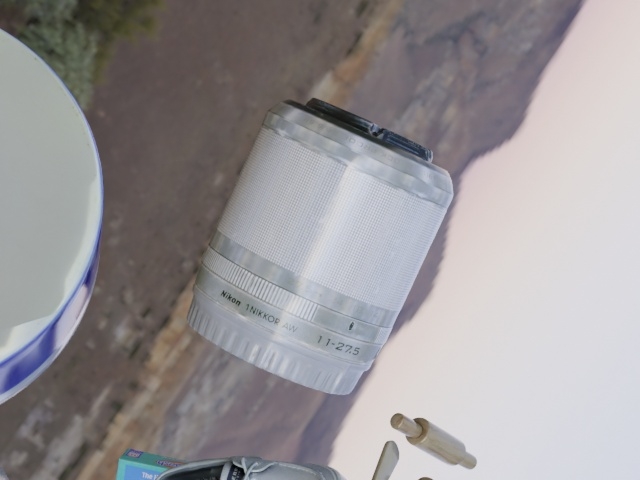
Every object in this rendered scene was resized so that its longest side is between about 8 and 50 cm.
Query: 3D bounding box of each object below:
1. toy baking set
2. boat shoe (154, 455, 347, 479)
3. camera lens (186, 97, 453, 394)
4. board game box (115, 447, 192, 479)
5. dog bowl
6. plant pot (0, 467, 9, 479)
[{"bbox_3d":[0.104,0.270,1.312,0.030,0.256,0.197,-13,-124,30],"label":"toy baking set"},{"bbox_3d":[-0.080,0.265,1.390,0.227,0.081,0.079,-10,-126,33],"label":"boat shoe"},{"bbox_3d":[0.000,0.000,1.431,0.219,0.219,0.274,-38,153,-85],"label":"camera lens"},{"bbox_3d":[-0.175,0.368,1.590,0.047,0.160,0.210,-45,144,-80],"label":"board game box"},{"bbox_3d":[-0.272,-0.016,0.849,0.265,0.265,0.104,-55,179,-23],"label":"dog bowl"},{"bbox_3d":[-0.371,0.270,1.146,0.195,0.290,0.290,-26,154,-56],"label":"plant pot"}]
